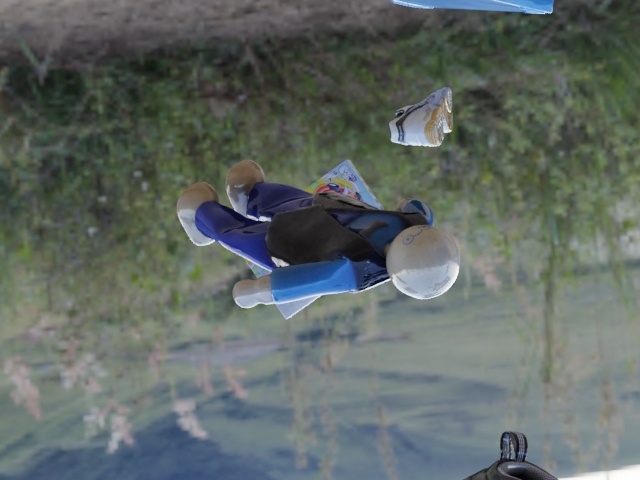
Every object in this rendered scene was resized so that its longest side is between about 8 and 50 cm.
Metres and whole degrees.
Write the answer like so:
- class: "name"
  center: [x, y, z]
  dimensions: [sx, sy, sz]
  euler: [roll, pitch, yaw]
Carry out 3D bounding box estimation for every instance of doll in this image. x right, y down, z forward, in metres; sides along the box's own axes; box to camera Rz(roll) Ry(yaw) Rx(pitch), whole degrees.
- class: "doll"
  center: [0.000, 0.000, 0.665]
  dimensions: [0.129, 0.046, 0.189]
  euler: [-29, -150, -35]

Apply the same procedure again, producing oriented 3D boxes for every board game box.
- class: "board game box"
  center: [-0.003, -0.001, 1.310]
  dimensions: [0.154, 0.103, 0.026]
  euler: [-36, 176, 10]

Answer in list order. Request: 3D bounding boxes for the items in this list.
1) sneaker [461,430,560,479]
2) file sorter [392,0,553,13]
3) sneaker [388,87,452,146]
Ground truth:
- class: "sneaker"
  center: [0.146, 0.259, 0.861]
  dimensions: [0.101, 0.268, 0.153]
  euler: [19, 120, -30]
- class: "file sorter"
  center: [0.078, -0.227, 0.882]
  dimensions: [0.118, 0.104, 0.170]
  euler: [6, -172, -30]
- class: "sneaker"
  center: [0.067, -0.084, 0.815]
  dimensions: [0.037, 0.032, 0.083]
  euler: [-2, -165, 18]
